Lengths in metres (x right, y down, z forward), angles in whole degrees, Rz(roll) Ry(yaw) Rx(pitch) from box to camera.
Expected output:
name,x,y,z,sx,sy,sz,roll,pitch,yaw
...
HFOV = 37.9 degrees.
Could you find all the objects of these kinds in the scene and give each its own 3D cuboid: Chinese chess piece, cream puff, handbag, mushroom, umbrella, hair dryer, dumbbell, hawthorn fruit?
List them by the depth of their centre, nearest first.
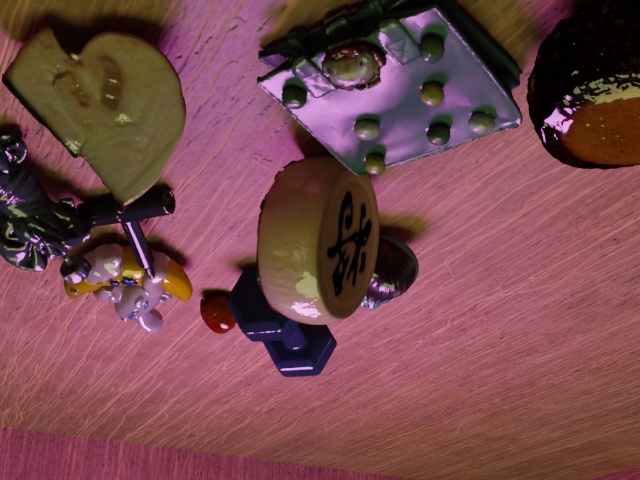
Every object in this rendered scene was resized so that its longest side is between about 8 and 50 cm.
name,x,y,z,sx,sy,sz,roll,pitch,yaw
cream puff,0.362,-0.191,1.100,0.239,0.165,0.239,1,154,1
handbag,0.094,-0.189,1.193,0.269,0.100,0.274,-14,151,31
mushroom,-0.267,-0.188,1.213,0.236,0.173,0.162,49,-178,-11
Chinese chess piece,0.000,0.000,1.412,0.104,0.257,0.257,5,158,25
umbrella,-0.462,-0.036,1.478,0.143,0.094,0.349,-21,138,3
hair dryer,-0.299,-0.004,1.604,0.173,0.050,0.195,-7,136,23
dumbbell,-0.074,0.169,1.896,0.156,0.143,0.316,-5,154,13
hawthorn fruit,-0.214,0.146,1.944,0.093,0.081,0.081,44,140,-13

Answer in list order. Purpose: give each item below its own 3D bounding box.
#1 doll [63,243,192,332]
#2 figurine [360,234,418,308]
name,x,y,z,sx,sy,sz,roll,pitch,yaw
doll,-0.362,0.089,1.784,0.237,0.111,0.252,16,142,-31
figurine,0.091,0.061,1.715,0.138,0.110,0.245,24,157,-6
